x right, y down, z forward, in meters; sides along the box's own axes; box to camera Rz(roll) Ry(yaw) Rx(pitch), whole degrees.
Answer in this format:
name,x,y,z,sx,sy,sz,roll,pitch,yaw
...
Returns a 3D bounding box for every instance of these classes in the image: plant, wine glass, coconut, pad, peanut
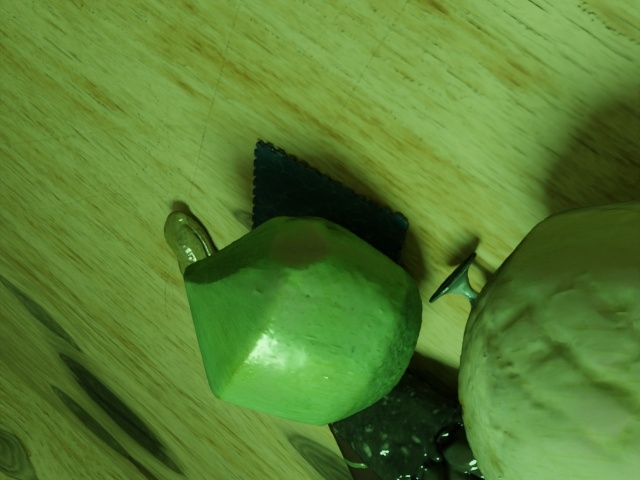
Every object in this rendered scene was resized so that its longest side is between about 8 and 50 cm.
name,x,y,z,sx,sy,sz,roll,pitch,yaw
plant,0.184,0.321,1.055,0.320,0.194,0.181,36,178,27
wine glass,0.241,0.114,0.883,0.202,0.093,0.093,42,143,6
coconut,-0.037,0.103,0.966,0.328,0.281,0.328,20,173,3
pad,0.000,0.000,1.074,0.269,0.012,0.269,29,140,21
coconut,0.337,0.145,0.608,0.415,0.344,0.415,24,137,24
peanut,-0.231,0.025,1.270,0.080,0.080,0.175,-4,118,46

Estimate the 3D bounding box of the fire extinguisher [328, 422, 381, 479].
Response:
name,x,y,z,sx,sy,sz,roll,pitch,yaw
fire extinguisher,0.116,0.422,1.283,0.141,0.105,0.341,1,122,45
